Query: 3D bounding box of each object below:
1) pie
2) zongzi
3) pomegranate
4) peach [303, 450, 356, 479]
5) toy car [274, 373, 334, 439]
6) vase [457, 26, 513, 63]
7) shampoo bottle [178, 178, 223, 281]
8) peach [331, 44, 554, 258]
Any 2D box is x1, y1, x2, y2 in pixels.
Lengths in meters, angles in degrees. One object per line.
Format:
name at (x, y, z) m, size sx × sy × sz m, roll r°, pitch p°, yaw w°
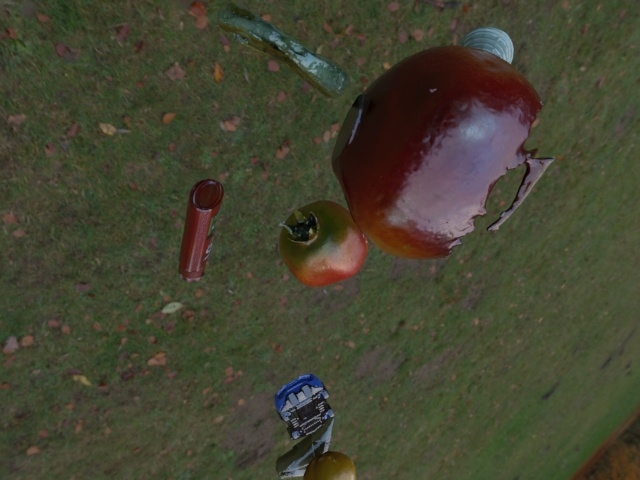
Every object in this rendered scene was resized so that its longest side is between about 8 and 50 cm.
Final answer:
pie at (-0.069, -0.394, 0.999) m, size 0.302 × 0.302 × 0.067 m, roll 18°, pitch 109°, yaw -49°
zongzi at (-0.043, 0.578, 1.322) m, size 0.160 × 0.078 × 0.176 m, roll 2°, pitch 104°, yaw -28°
pomegranate at (0.000, 0.000, 1.181) m, size 0.221 × 0.221 × 0.256 m, roll -47°, pitch 149°, yaw -1°
peach at (0.026, 0.624, 1.230) m, size 0.138 × 0.138 × 0.138 m, roll -25°, pitch 136°, yaw -26°
toy car at (-0.033, 0.328, 0.934) m, size 0.103 × 0.063 × 0.216 m, roll -27°, pitch 145°, yaw -13°
vase at (0.360, -0.381, 1.090) m, size 0.299 × 0.143 × 0.143 m, roll -59°, pitch 157°, yaw -46°
shampoo bottle at (-0.314, -0.011, 1.216) m, size 0.076 × 0.118 × 0.314 m, roll 16°, pitch 134°, yaw -10°
peach at (0.188, -0.159, 0.879) m, size 0.310 × 0.335 × 0.406 m, roll 27°, pitch 126°, yaw -12°
